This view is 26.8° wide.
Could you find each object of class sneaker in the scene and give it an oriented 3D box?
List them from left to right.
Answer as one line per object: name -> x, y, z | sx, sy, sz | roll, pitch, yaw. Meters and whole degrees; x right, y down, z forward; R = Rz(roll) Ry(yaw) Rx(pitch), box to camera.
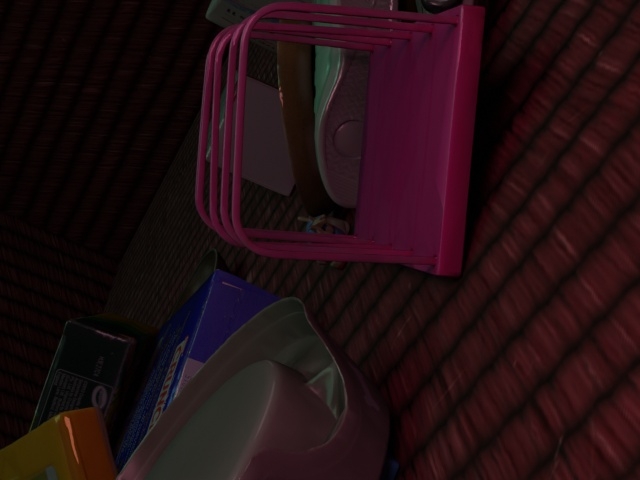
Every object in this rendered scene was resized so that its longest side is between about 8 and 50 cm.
sneaker -> 0.037, -0.163, 1.356 | 0.151, 0.094, 0.256 | -146, 58, -82

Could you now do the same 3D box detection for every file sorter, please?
file sorter -> -0.002, -0.087, 1.115 | 0.291, 0.182, 0.202 | -162, 77, -78

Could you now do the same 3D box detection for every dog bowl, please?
dog bowl -> -0.079, 0.212, 1.010 | 0.349, 0.102, 0.349 | -51, 12, 15

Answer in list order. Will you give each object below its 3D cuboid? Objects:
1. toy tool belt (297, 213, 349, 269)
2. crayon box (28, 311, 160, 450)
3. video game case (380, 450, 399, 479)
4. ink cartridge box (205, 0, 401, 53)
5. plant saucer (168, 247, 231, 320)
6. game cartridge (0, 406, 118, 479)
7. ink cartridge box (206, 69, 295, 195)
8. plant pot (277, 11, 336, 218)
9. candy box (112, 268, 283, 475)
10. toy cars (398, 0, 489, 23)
toy tool belt -> 0.000, 0.000, 1.384 | 0.052, 0.051, 0.083 | -62, 13, 20
crayon box -> -0.265, 0.191, 1.595 | 0.318, 0.081, 0.202 | 72, -143, -90
video game case -> 0.013, 0.201, 1.032 | 0.119, 0.015, 0.166 | -65, 12, 2
ink cartridge box -> -0.013, -0.300, 1.634 | 0.119, 0.207, 0.353 | -67, 11, -9
plant saucer -> -0.195, 0.162, 1.942 | 0.310, 0.050, 0.310 | -157, 90, -79
game cartridge -> -0.252, 0.351, 1.300 | 0.285, 0.053, 0.323 | -33, 67, 50
ink cartridge box -> -0.084, -0.152, 1.857 | 0.176, 0.127, 0.128 | -128, 62, -76
plant pot -> -0.004, -0.139, 1.455 | 0.236, 0.032, 0.236 | -6, -90, -79
candy box -> -0.137, 0.202, 1.425 | 0.317, 0.122, 0.268 | 139, 152, -69
toy cars -> 0.116, -0.274, 1.303 | 0.393, 0.087, 0.176 | -101, 1, -67
